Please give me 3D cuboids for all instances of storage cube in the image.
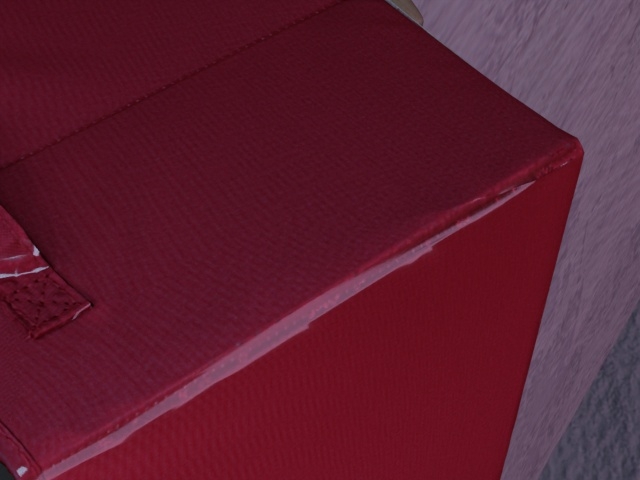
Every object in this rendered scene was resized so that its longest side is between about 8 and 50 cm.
[{"bbox_3d":[-0.063,0.025,0.606,0.193,0.183,0.215,-31,147,-29],"label":"storage cube"}]

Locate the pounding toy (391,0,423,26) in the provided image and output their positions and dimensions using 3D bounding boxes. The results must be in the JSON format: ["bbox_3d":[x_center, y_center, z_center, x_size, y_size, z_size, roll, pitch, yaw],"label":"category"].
[{"bbox_3d":[0.000,0.000,0.905,0.269,0.154,0.155,-57,163,-20],"label":"pounding toy"}]
